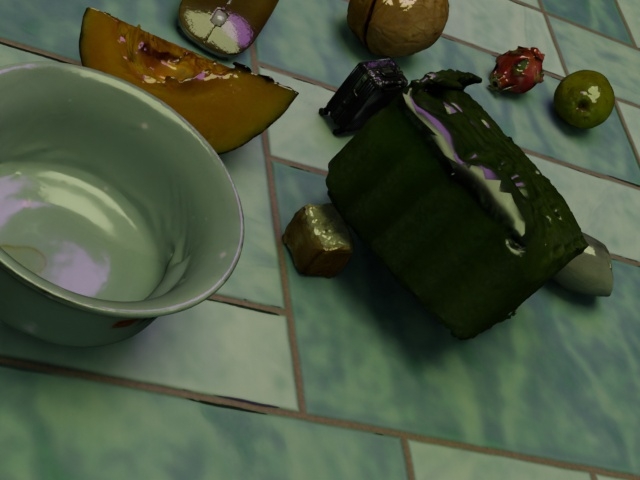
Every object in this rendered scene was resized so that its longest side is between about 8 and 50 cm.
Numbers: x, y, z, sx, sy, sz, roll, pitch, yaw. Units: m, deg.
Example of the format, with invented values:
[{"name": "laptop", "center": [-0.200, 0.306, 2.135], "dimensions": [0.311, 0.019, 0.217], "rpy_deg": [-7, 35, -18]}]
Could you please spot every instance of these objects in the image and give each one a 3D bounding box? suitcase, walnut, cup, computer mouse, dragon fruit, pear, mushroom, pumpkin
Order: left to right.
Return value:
[{"name": "cup", "center": [-0.274, -0.018, 1.366], "dimensions": [0.347, 0.163, 0.347], "rpy_deg": [21, 43, -21]}, {"name": "pumpkin", "center": [-0.204, -0.200, 1.654], "dimensions": [0.312, 0.148, 0.169], "rpy_deg": [22, 1, -25]}, {"name": "computer mouse", "center": [-0.136, -0.366, 1.890], "dimensions": [0.126, 0.056, 0.245], "rpy_deg": [32, 41, -7]}, {"name": "suitcase", "center": [0.066, -0.215, 1.843], "dimensions": [0.086, 0.126, 0.059], "rpy_deg": [-16, 65, -45]}, {"name": "walnut", "center": [0.123, -0.369, 2.031], "dimensions": [0.180, 0.144, 0.144], "rpy_deg": [-24, 70, -44]}, {"name": "dragon fruit", "center": [0.344, -0.296, 2.173], "dimensions": [0.116, 0.086, 0.081], "rpy_deg": [-37, 117, -42]}, {"name": "mushroom", "center": [0.351, 0.016, 1.881], "dimensions": [0.225, 0.093, 0.116], "rpy_deg": [17, 25, -12]}, {"name": "pear", "center": [0.471, -0.253, 2.213], "dimensions": [0.107, 0.107, 0.131], "rpy_deg": [37, 30, -2]}]

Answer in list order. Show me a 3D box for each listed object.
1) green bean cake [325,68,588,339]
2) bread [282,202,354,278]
[{"name": "green bean cake", "center": [0.201, -0.054, 1.682], "dimensions": [0.319, 0.218, 0.335], "rpy_deg": [48, 25, 6]}, {"name": "bread", "center": [0.002, -0.001, 1.635], "dimensions": [0.077, 0.070, 0.083], "rpy_deg": [-2, 57, -37]}]
